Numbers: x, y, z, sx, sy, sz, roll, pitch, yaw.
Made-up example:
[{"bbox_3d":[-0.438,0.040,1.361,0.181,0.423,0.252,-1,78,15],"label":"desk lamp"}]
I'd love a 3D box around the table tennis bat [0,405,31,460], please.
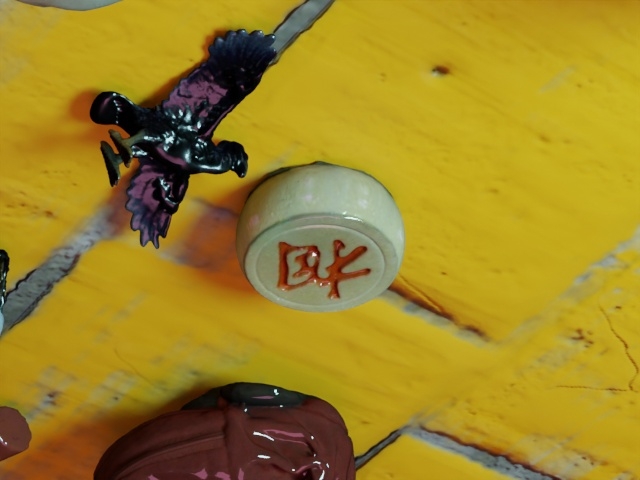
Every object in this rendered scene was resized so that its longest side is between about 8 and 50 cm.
[{"bbox_3d":[-0.365,0.208,1.647,0.310,0.038,0.200,-26,134,31],"label":"table tennis bat"}]

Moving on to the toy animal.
[{"bbox_3d":[-0.099,-0.068,1.319,0.108,0.062,0.220,0,141,-29],"label":"toy animal"}]

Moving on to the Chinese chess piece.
[{"bbox_3d":[0.000,0.000,1.391,0.122,0.051,0.122,0,139,0],"label":"Chinese chess piece"}]

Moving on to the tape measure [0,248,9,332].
[{"bbox_3d":[-0.328,0.080,1.443,0.182,0.107,0.181,5,132,-10],"label":"tape measure"}]

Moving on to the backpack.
[{"bbox_3d":[-0.078,0.214,1.568,0.229,0.139,0.229,-4,140,-3],"label":"backpack"}]

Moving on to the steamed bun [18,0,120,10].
[{"bbox_3d":[-0.132,-0.312,0.902,0.247,0.236,0.383,-14,132,29],"label":"steamed bun"}]
